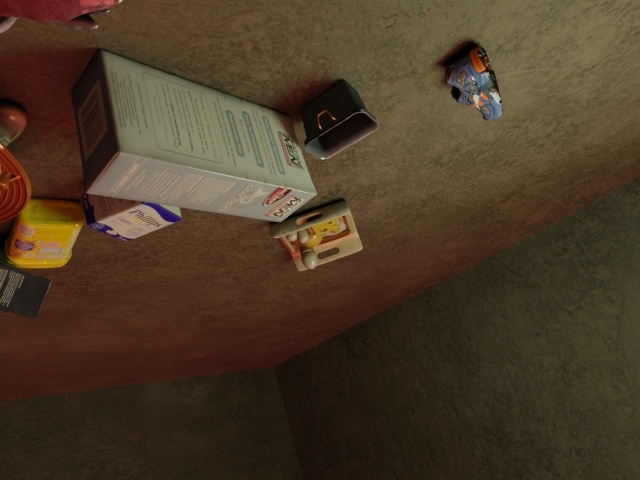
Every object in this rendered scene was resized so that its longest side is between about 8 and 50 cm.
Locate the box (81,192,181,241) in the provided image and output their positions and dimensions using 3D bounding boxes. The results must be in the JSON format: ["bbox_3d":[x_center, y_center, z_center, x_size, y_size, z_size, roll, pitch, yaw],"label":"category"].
[{"bbox_3d":[-0.369,-0.065,1.032,0.137,0.072,0.126,-21,162,8],"label":"box"}]

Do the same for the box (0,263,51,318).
[{"bbox_3d":[-0.700,0.092,1.106,0.156,0.093,0.158,12,165,18],"label":"box"}]

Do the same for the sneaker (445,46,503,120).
[{"bbox_3d":[0.310,-0.307,1.054,0.087,0.083,0.221,-13,157,26],"label":"sneaker"}]

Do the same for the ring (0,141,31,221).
[{"bbox_3d":[-0.594,-0.107,0.731,0.337,0.032,0.336,2,149,1],"label":"ring"}]

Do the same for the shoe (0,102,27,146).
[{"bbox_3d":[-0.540,-0.140,0.805,0.219,0.058,0.076,-24,158,15],"label":"shoe"}]

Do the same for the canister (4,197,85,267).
[{"bbox_3d":[-0.565,-0.014,1.070,0.126,0.073,0.170,2,150,-38],"label":"canister"}]

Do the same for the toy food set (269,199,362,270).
[{"bbox_3d":[0.000,0.000,1.507,0.220,0.092,0.306,-19,159,4],"label":"toy food set"}]

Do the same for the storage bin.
[{"bbox_3d":[0.023,-0.231,0.977,0.135,0.091,0.098,-29,156,24],"label":"storage bin"}]

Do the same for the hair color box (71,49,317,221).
[{"bbox_3d":[-0.194,-0.153,0.868,0.375,0.185,0.114,7,147,-46],"label":"hair color box"}]

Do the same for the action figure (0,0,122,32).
[{"bbox_3d":[-0.273,-0.358,0.392,0.276,0.247,0.370,4,167,22],"label":"action figure"}]
